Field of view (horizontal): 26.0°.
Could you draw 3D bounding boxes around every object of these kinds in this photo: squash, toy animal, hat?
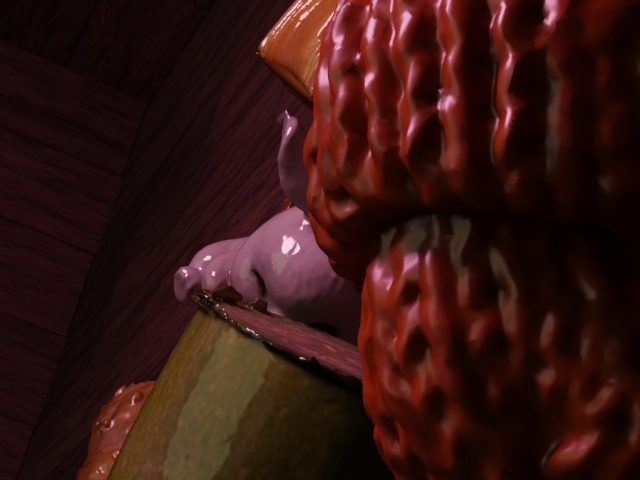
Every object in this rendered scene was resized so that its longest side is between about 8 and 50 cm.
[{"bbox_3d":[-0.041,0.244,0.931,0.384,0.263,0.263,-65,15,5],"label":"squash"},{"bbox_3d":[-0.020,0.030,1.288,0.154,0.208,0.325,-29,-24,-41],"label":"toy animal"},{"bbox_3d":[0.118,0.064,0.708,0.285,0.285,0.400,165,115,-71],"label":"hat"}]

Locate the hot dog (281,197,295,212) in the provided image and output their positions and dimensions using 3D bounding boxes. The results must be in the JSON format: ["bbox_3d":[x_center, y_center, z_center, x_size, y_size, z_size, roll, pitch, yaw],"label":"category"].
[{"bbox_3d":[0.000,0.000,1.503,0.144,0.075,0.268,-66,17,-8],"label":"hot dog"}]

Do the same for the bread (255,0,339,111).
[{"bbox_3d":[0.066,-0.161,1.327,0.156,0.204,0.288,-48,20,4],"label":"bread"}]

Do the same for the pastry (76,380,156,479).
[{"bbox_3d":[-0.136,0.266,1.336,0.310,0.162,0.255,-85,-16,-57],"label":"pastry"}]
